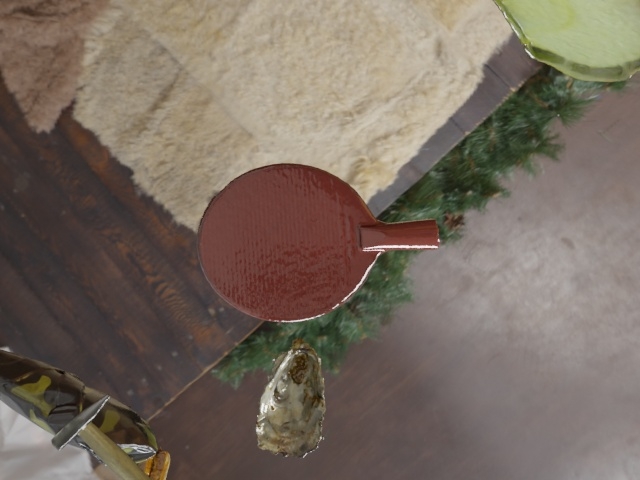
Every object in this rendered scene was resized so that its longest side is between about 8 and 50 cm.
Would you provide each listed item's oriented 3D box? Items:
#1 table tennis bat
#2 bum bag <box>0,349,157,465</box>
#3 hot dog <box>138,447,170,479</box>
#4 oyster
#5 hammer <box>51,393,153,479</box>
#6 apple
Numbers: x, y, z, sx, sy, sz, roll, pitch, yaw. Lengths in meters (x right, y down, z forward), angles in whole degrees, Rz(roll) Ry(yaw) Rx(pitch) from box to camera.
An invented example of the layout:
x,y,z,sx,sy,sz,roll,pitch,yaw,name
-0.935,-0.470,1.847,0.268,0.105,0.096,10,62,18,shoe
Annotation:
x,y,z,sx,sy,sz,roll,pitch,yaw,name
0.000,0.000,1.230,0.415,0.051,0.268,-4,89,-11,table tennis bat
-0.260,0.157,0.709,0.233,0.107,0.060,20,84,15,bum bag
-0.301,0.422,1.261,0.056,0.133,0.041,16,142,-4,hot dog
-0.042,0.235,1.086,0.105,0.056,0.177,-3,85,16,oyster
-0.142,0.221,0.636,0.199,0.062,0.013,45,151,-3,hammer
0.239,-0.302,0.728,0.179,0.346,0.254,-38,52,20,apple
